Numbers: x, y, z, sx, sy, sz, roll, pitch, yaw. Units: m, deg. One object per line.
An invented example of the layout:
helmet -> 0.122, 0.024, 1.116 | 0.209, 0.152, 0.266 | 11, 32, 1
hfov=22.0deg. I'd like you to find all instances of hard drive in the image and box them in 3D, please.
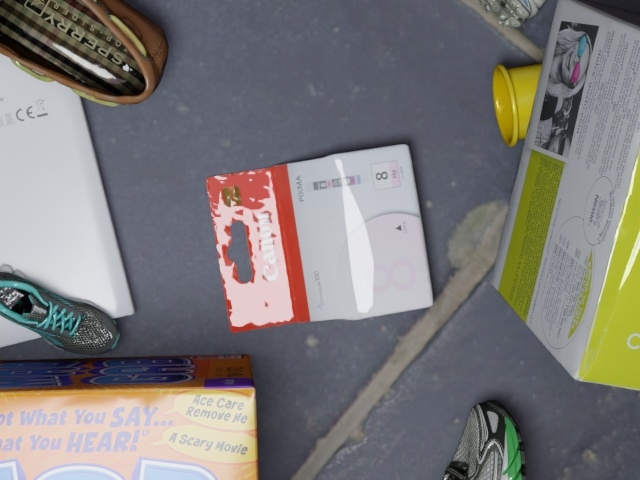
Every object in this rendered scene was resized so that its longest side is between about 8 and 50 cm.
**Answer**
hard drive -> -0.364, -0.061, 1.847 | 0.233, 0.047, 0.353 | -14, 91, -3

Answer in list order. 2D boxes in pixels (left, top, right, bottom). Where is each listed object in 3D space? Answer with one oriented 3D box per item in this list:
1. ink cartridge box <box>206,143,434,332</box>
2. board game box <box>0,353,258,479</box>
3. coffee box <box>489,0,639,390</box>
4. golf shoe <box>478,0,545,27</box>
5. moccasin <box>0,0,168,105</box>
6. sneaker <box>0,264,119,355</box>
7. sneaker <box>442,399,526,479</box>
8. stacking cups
ink cartridge box -> 0.000, 0.000, 1.864 | 0.232, 0.066, 0.189 | -9, 92, -7
board game box -> -0.241, 0.313, 1.704 | 0.356, 0.356, 0.356 | -1, 91, -3
coffee box -> 0.407, -0.035, 1.691 | 0.337, 0.334, 0.338 | 10, 103, -12
golf shoe -> 0.193, -0.329, 1.873 | 0.086, 0.069, 0.176 | -42, 96, -22
moccasin -> -0.340, -0.255, 1.737 | 0.380, 0.147, 0.139 | 36, 104, -12
sneaker -> -0.300, 0.082, 1.791 | 0.166, 0.076, 0.065 | 22, 90, -4
sneaker -> 0.133, 0.339, 1.837 | 0.146, 0.134, 0.344 | 21, 90, -3
stacking cups -> 0.357, -0.183, 1.861 | 0.316, 0.096, 0.096 | -12, 92, -4
